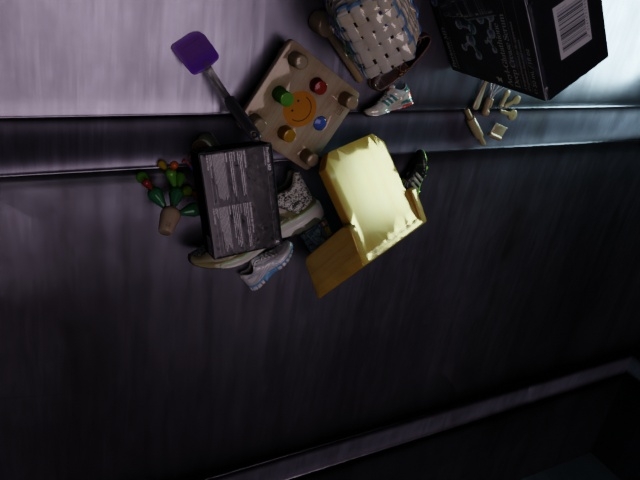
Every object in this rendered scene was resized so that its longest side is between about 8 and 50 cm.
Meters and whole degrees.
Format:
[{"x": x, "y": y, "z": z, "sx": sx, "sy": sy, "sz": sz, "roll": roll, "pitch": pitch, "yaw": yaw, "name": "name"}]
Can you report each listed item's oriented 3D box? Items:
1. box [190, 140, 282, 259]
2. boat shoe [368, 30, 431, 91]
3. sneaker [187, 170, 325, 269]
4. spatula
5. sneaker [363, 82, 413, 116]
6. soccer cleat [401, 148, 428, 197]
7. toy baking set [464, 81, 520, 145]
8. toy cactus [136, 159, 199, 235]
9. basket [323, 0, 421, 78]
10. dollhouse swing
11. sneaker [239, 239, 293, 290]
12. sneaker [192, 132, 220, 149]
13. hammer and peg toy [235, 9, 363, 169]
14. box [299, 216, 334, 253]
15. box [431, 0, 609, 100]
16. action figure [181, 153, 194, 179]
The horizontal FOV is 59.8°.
[{"x": -0.205, "y": -0.104, "z": 1.378, "sx": 0.184, "sy": 0.103, "sz": 0.261, "roll": -12, "pitch": 109, "yaw": -21, "name": "box"}, {"x": 0.220, "y": -0.497, "z": 1.541, "sx": 0.207, "sy": 0.073, "sz": 0.073, "roll": -50, "pitch": 131, "yaw": 6, "name": "boat shoe"}, {"x": -0.193, "y": -0.068, "z": 1.534, "sx": 0.410, "sy": 0.158, "sz": 0.182, "roll": -30, "pitch": 116, "yaw": -19, "name": "sneaker"}, {"x": -0.233, "y": -0.360, "z": 1.323, "sx": 0.084, "sy": 0.030, "sz": 0.296, "roll": -37, "pitch": 102, "yaw": -6, "name": "spatula"}, {"x": 0.188, "y": -0.404, "z": 1.594, "sx": 0.161, "sy": 0.057, "sz": 0.075, "roll": -20, "pitch": 108, "yaw": -16, "name": "sneaker"}, {"x": 0.289, "y": -0.200, "z": 1.753, "sx": 0.072, "sy": 0.060, "sz": 0.179, "roll": -5, "pitch": 121, "yaw": -24, "name": "soccer cleat"}, {"x": 0.542, "y": -0.431, "z": 1.780, "sx": 0.197, "sy": 0.030, "sz": 0.256, "roll": -48, "pitch": 128, "yaw": 0, "name": "toy baking set"}, {"x": -0.360, "y": -0.099, "z": 1.400, "sx": 0.219, "sy": 0.181, "sz": 0.112, "roll": 28, "pitch": 146, "yaw": -31, "name": "toy cactus"}, {"x": 0.123, "y": -0.551, "z": 1.340, "sx": 0.201, "sy": 0.289, "sz": 0.255, "roll": -18, "pitch": 129, "yaw": 24, "name": "basket"}, {"x": 0.084, "y": -0.078, "z": 1.616, "sx": 0.346, "sy": 0.305, "sz": 0.315, "roll": -32, "pitch": 174, "yaw": -44, "name": "dollhouse swing"}, {"x": -0.163, "y": 0.062, "z": 1.653, "sx": 0.191, "sy": 0.071, "sz": 0.083, "roll": -46, "pitch": 122, "yaw": 1, "name": "sneaker"}, {"x": -0.261, "y": -0.195, "z": 1.443, "sx": 0.064, "sy": 0.086, "sz": 0.192, "roll": -17, "pitch": 122, "yaw": 16, "name": "sneaker"}, {"x": -0.019, "y": -0.384, "z": 1.440, "sx": 0.266, "sy": 0.127, "sz": 0.361, "roll": 30, "pitch": 100, "yaw": -37, "name": "hammer and peg toy"}, {"x": 0.000, "y": 0.000, "z": 1.729, "sx": 0.094, "sy": 0.027, "sz": 0.137, "roll": -35, "pitch": 127, "yaw": -5, "name": "box"}, {"x": 0.495, "y": -0.581, "z": 1.436, "sx": 0.212, "sy": 0.395, "sz": 0.294, "roll": -36, "pitch": 126, "yaw": -5, "name": "box"}, {"x": -0.298, "y": -0.164, "z": 1.398, "sx": 0.038, "sy": 0.030, "sz": 0.115, "roll": -33, "pitch": 118, "yaw": 20, "name": "action figure"}]
